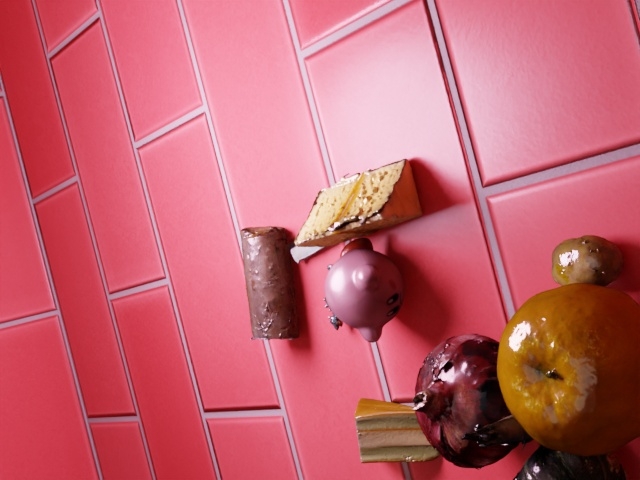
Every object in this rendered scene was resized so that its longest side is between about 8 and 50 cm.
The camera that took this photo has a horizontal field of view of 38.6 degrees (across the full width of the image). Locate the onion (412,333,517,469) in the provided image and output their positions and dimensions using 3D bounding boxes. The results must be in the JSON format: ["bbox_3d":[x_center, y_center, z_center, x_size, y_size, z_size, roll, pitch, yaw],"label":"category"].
[{"bbox_3d":[0.265,0.297,1.686,0.252,0.219,0.252,1,92,54],"label":"onion"}]

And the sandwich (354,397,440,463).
[{"bbox_3d":[0.170,0.408,1.990,0.187,0.144,0.117,-6,97,14],"label":"sandwich"}]

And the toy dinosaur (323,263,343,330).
[{"bbox_3d":[0.033,0.126,2.038,0.049,0.055,0.154,7,108,52],"label":"toy dinosaur"}]

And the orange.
[{"bbox_3d":[0.421,0.204,1.465,0.279,0.235,0.279,-2,87,47],"label":"orange"}]

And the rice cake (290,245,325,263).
[{"bbox_3d":[0.000,0.000,2.056,0.211,0.034,0.043,-30,86,49],"label":"rice cake"}]

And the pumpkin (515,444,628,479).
[{"bbox_3d":[0.426,0.416,1.553,0.146,0.190,0.190,45,131,35],"label":"pumpkin"}]

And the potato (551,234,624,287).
[{"bbox_3d":[0.438,0.039,1.522,0.138,0.070,0.092,-16,82,50],"label":"potato"}]

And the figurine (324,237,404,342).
[{"bbox_3d":[0.092,0.102,1.872,0.173,0.173,0.173,17,113,46],"label":"figurine"}]

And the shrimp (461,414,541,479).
[{"bbox_3d":[0.335,0.375,1.592,0.051,0.262,0.198,45,130,48],"label":"shrimp"}]

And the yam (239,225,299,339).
[{"bbox_3d":[-0.120,0.106,2.158,0.131,0.131,0.280,2,100,49],"label":"yam"}]

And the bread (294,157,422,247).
[{"bbox_3d":[0.080,-0.060,1.867,0.266,0.142,0.178,-15,51,42],"label":"bread"}]
